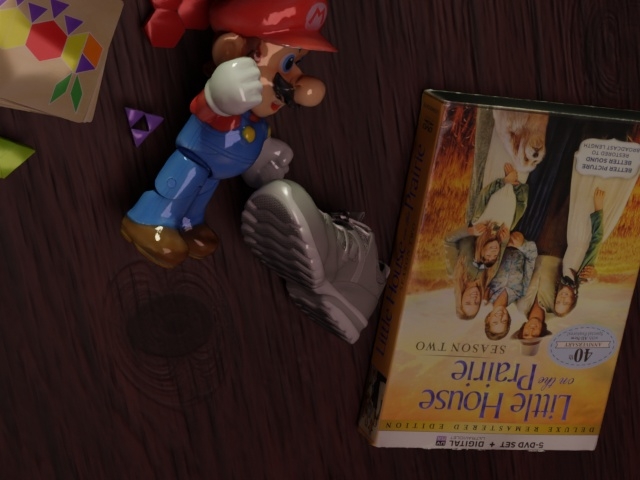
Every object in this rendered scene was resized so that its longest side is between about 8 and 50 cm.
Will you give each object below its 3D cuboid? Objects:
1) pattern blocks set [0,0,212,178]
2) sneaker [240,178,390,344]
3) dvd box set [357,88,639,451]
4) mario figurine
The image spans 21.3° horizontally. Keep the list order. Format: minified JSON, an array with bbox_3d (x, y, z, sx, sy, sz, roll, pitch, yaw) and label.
[{"bbox_3d":[-0.293,-0.203,1.714,0.325,0.026,0.285,27,93,-26],"label":"pattern blocks set"},{"bbox_3d":[0.000,0.000,1.846,0.115,0.105,0.281,-53,151,-14],"label":"sneaker"},{"bbox_3d":[0.226,0.044,1.993,0.307,0.062,0.420,5,107,-22],"label":"dvd box set"},{"bbox_3d":[-0.072,-0.112,1.741,0.170,0.198,0.320,21,109,-21],"label":"mario figurine"}]
